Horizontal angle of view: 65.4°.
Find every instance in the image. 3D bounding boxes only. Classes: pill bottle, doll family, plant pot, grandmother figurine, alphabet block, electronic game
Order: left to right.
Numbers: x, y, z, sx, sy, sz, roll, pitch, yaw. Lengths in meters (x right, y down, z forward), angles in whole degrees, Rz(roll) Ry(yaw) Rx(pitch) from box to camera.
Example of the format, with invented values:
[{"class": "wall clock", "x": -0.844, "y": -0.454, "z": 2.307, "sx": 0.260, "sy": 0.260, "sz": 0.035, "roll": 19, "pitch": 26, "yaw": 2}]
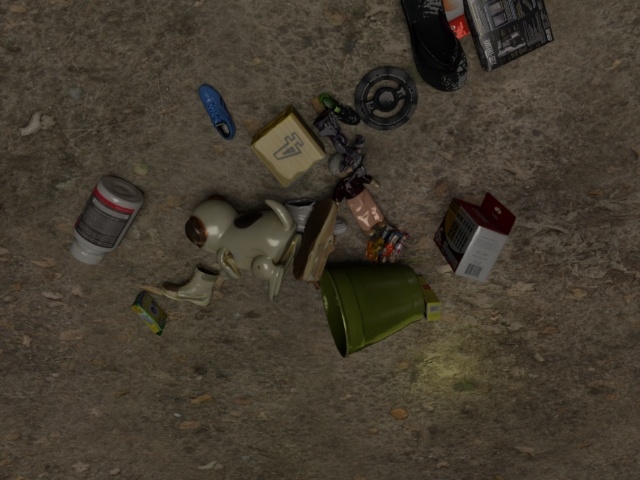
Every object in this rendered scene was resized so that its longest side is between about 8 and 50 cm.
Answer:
[{"class": "pill bottle", "x": -0.817, "y": -0.068, "z": 1.882, "sx": 0.176, "sy": 0.176, "sz": 0.319, "roll": 31, "pitch": 108, "yaw": -16}, {"class": "alphabet block", "x": -0.115, "y": -0.341, "z": 1.794, "sx": 0.193, "sy": 0.192, "sz": 0.197, "roll": -37, "pitch": 110, "yaw": 11}, {"class": "grandmother figurine", "x": 0.131, "y": -0.182, "z": 1.934, "sx": 0.207, "sy": 0.104, "sz": 0.343, "roll": -36, "pitch": 111, "yaw": -17}, {"class": "plant pot", "x": 0.216, "y": 0.249, "z": 2.011, "sx": 0.352, "sy": 0.366, "sz": 0.367, "roll": -13, "pitch": 115, "yaw": -10}, {"class": "doll family", "x": 0.254, "y": 0.019, "z": 1.986, "sx": 0.118, "sy": 0.263, "sz": 0.163, "roll": 37, "pitch": 101, "yaw": 19}, {"class": "electronic game", "x": 0.239, "y": -0.513, "z": 1.813, "sx": 0.229, "sy": 0.048, "sz": 0.230, "roll": 2, "pitch": 119, "yaw": 3}]

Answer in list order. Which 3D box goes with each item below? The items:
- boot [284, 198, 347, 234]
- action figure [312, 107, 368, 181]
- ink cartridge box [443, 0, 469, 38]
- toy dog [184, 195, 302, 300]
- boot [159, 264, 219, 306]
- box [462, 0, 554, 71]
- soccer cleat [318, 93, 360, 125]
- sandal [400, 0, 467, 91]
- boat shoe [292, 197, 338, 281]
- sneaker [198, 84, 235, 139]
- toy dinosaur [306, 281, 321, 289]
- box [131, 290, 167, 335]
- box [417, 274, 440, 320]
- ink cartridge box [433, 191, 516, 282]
[{"class": "boot", "x": -0.018, "y": -0.097, "z": 1.956, "sx": 0.258, "sy": 0.095, "sz": 0.124, "roll": 2, "pitch": 121, "yaw": -3}, {"class": "action figure", "x": 0.087, "y": -0.335, "z": 1.793, "sx": 0.099, "sy": 0.185, "sz": 0.285, "roll": -24, "pitch": 119, "yaw": 37}, {"class": "ink cartridge box", "x": 0.425, "y": -0.766, "z": 1.715, "sx": 0.145, "sy": 0.045, "sz": 0.179, "roll": -25, "pitch": 110, "yaw": 8}, {"class": "toy dog", "x": -0.303, "y": -0.008, "z": 1.864, "sx": 0.407, "sy": 0.285, "sz": 0.396, "roll": 18, "pitch": 144, "yaw": 10}, {"class": "boot", "x": -0.541, "y": 0.174, "z": 2.060, "sx": 0.213, "sy": 0.077, "sz": 0.165, "roll": 17, "pitch": 113, "yaw": -16}, {"class": "box", "x": 0.633, "y": -0.775, "z": 1.703, "sx": 0.242, "sy": 0.077, "sz": 0.308, "roll": -25, "pitch": 113, "yaw": 8}, {"class": "soccer cleat", "x": 0.069, "y": -0.470, "z": 1.809, "sx": 0.178, "sy": 0.072, "sz": 0.060, "roll": 30, "pitch": 109, "yaw": -15}, {"class": "sandal", "x": 0.383, "y": -0.685, "z": 1.684, "sx": 0.167, "sy": 0.107, "sz": 0.446, "roll": -28, "pitch": 124, "yaw": 11}, {"class": "boat shoe", "x": 0.000, "y": 0.000, "z": 1.905, "sx": 0.110, "sy": 0.122, "sz": 0.341, "roll": 11, "pitch": 111, "yaw": -32}, {"class": "sneaker", "x": -0.370, "y": -0.459, "z": 1.787, "sx": 0.069, "sy": 0.082, "sz": 0.209, "roll": -24, "pitch": 112, "yaw": 9}, {"class": "toy dinosaur", "x": -0.059, "y": 0.143, "z": 2.048, "sx": 0.064, "sy": 0.112, "sz": 0.211, "roll": -54, "pitch": 144, "yaw": 0}, {"class": "box", "x": -0.710, "y": 0.309, "z": 2.095, "sx": 0.043, "sy": 0.105, "sz": 0.179, "roll": -27, "pitch": 113, "yaw": 10}, {"class": "box", "x": 0.429, "y": 0.232, "z": 2.052, "sx": 0.058, "sy": 0.232, "sz": 0.088, "roll": -7, "pitch": 113, "yaw": -4}, {"class": "ink cartridge box", "x": 0.578, "y": -0.039, "z": 1.901, "sx": 0.129, "sy": 0.309, "sz": 0.272, "roll": 17, "pitch": 111, "yaw": -10}]
